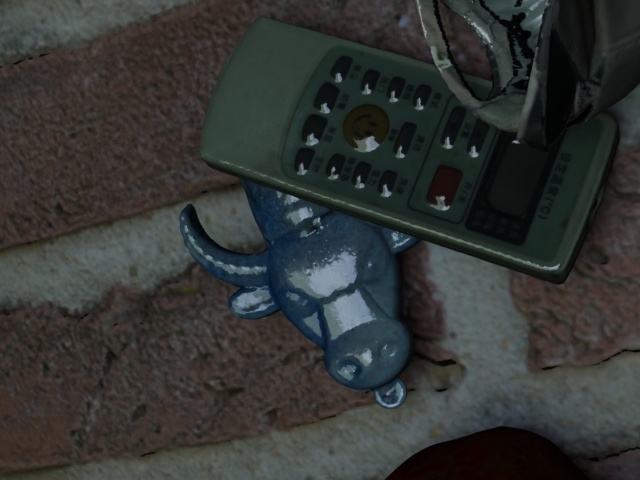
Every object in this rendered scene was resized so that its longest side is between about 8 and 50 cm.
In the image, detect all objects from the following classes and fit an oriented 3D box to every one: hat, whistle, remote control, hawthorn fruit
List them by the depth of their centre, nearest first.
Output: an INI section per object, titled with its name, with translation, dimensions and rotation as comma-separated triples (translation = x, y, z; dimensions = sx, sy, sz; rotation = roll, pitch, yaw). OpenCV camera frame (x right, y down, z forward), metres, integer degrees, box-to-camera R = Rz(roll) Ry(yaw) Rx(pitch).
[hat]
translation = 0.121, -0.176, 0.830
dimensions = 0.161, 0.275, 0.232
rotation = -37, 71, 3
[hawthorn fruit]
translation = 0.101, 0.238, 0.941
dimensions = 0.208, 0.248, 0.208
rotation = 4, 97, 31
[remote control]
translation = 0.055, -0.068, 0.972
dimensions = 0.285, 0.038, 0.123
rotation = 21, 79, 18
[whistle]
translation = 0.000, 0.000, 1.033
dimensions = 0.180, 0.093, 0.269
rotation = -27, 87, 6
